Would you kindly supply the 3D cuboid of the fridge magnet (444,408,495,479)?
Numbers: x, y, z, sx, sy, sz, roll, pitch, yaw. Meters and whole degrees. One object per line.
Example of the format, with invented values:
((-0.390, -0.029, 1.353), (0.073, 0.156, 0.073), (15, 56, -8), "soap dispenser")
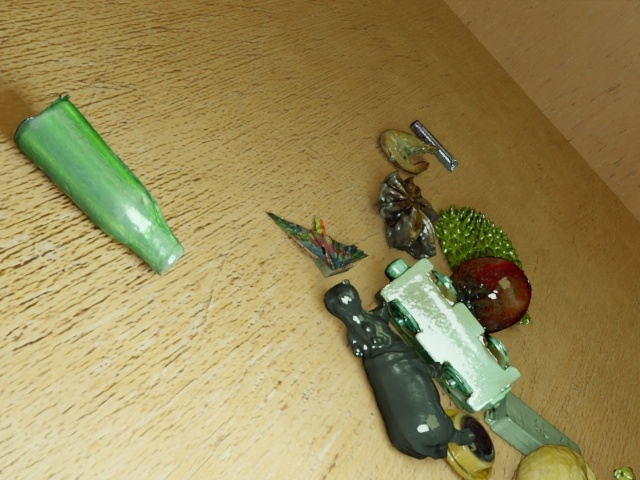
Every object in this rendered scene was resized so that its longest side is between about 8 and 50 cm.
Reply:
((0.262, 0.365, 1.527), (0.143, 0.063, 0.143), (37, 30, -26), "fridge magnet")

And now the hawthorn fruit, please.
((0.372, 0.112, 1.861), (0.181, 0.181, 0.235), (55, 30, 13), "hawthorn fruit")

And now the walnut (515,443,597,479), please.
((0.426, 0.461, 1.542), (0.159, 0.159, 0.206), (43, 29, -10), "walnut")

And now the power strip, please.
((0.419, 0.387, 1.721), (0.288, 0.053, 0.093), (38, 31, -18), "power strip")

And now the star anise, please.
((0.194, -0.054, 1.914), (0.220, 0.099, 0.214), (-4, 71, -60), "star anise")

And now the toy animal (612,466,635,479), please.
((0.578, 0.548, 1.653), (0.073, 0.136, 0.181), (32, 34, -27), "toy animal")

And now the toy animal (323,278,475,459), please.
((0.129, 0.224, 1.481), (0.168, 0.106, 0.343), (7, 47, -53), "toy animal")

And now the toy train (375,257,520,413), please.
((0.232, 0.174, 1.610), (0.326, 0.129, 0.159), (51, -12, 7), "toy train")

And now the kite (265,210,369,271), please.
((0.000, 0.000, 1.627), (0.241, 0.014, 0.183), (23, 26, -20), "kite")

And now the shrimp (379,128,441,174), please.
((0.240, -0.228, 2.216), (0.236, 0.053, 0.133), (2, 50, -48), "shrimp")

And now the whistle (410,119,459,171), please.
((0.319, -0.267, 2.388), (0.176, 0.033, 0.033), (47, 29, -1), "whistle")

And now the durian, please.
((0.383, 0.049, 2.059), (0.169, 0.158, 0.355), (70, -3, -62), "durian")

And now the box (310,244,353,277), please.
((0.023, 0.040, 1.640), (0.053, 0.024, 0.083), (54, 29, 13), "box")

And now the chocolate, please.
((-0.315, -0.072, 1.257), (0.291, 0.110, 0.110), (49, 29, -5), "chocolate")
